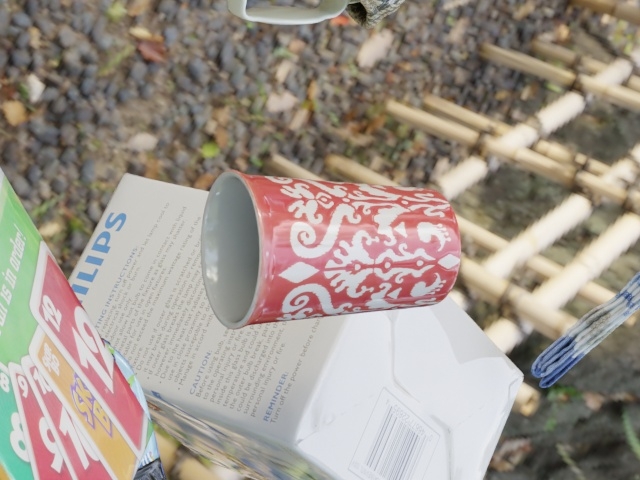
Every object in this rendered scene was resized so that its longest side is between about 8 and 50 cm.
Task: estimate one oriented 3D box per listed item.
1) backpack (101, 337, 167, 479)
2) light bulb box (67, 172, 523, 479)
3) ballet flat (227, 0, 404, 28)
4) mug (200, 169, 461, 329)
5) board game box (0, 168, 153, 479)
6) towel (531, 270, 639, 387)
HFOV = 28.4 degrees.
[{"bbox_3d":[-0.192,0.158,0.918,0.117,0.158,0.173,-25,107,-49],"label":"backpack"},{"bbox_3d":[-0.036,0.130,1.343,0.358,0.361,0.225,44,65,-48],"label":"light bulb box"},{"bbox_3d":[-0.058,-0.317,1.316,0.483,0.164,0.182,12,117,-51],"label":"ballet flat"},{"bbox_3d":[0.003,-0.006,0.949,0.169,0.150,0.113,-1,130,-26],"label":"mug"},{"bbox_3d":[-0.141,-0.012,0.421,0.039,0.124,0.259,-28,103,11],"label":"board game box"},{"bbox_3d":[0.348,0.034,1.329,0.285,0.034,0.209,-48,169,28],"label":"towel"}]
